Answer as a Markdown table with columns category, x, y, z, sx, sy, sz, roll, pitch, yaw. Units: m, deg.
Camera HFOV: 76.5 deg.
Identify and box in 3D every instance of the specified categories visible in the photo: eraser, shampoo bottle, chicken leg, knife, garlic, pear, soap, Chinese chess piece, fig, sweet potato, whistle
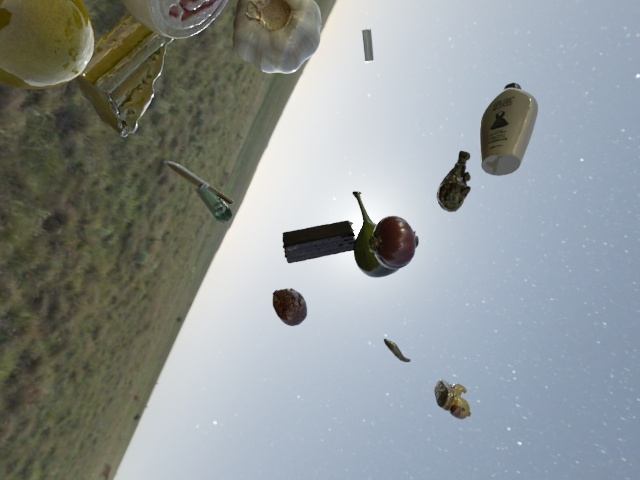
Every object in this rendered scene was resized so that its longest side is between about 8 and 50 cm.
| category | x | y | z | sx | sy | sz | roll | pitch | yaw |
| --- | --- | --- | --- | --- | --- | --- | --- | --- | --- |
| eraser | 0.136 | -0.554 | 1.156 | 0.063 | 0.027 | 0.085 | -72 | 154 | -67 |
| shampoo bottle | 0.429 | -0.267 | 0.933 | 0.127 | 0.078 | 0.257 | -10 | -133 | 43 |
| chicken leg | 0.351 | -0.155 | 1.035 | 0.093 | 0.070 | 0.178 | -9 | -131 | 53 |
| knife | -0.389 | -0.181 | 1.307 | 0.046 | 0.256 | 0.022 | -11 | -126 | 44 |
| garlic | -0.094 | -0.447 | 0.920 | 0.226 | 0.199 | 0.199 | 80 | 34 | -86 |
| pear | -0.471 | -0.344 | 0.646 | 0.209 | 0.208 | 0.209 | -59 | -166 | 25 |
| soap | -0.626 | -0.560 | 1.370 | 0.339 | 0.169 | 0.304 | -54 | -178 | -19 |
| Chinese chess piece | -0.279 | -0.540 | 0.793 | 0.270 | 0.112 | 0.270 | -50 | 177 | -3 |
| fig | 0.160 | -0.021 | 1.167 | 0.151 | 0.151 | 0.260 | -163 | -117 | -77 |
| sweet potato | 0.315 | 0.458 | 1.672 | 0.041 | 0.153 | 0.038 | -51 | -173 | -39 |
| whistle | -0.392 | -0.148 | 1.462 | 0.312 | 0.062 | 0.062 | 40 | -74 | 52 |

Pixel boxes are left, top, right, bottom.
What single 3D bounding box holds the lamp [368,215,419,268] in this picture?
| category | x | y | z | sx | sy | sz | roll | pitch | yaw |
| --- | --- | --- | --- | --- | --- | --- | --- | --- | --- |
| lamp | 0.135 | 0.003 | 0.751 | 0.101 | 0.090 | 0.101 | 176 | -90 | -78 |

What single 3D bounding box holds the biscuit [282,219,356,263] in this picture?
| category | x | y | z | sx | sy | sz | roll | pitch | yaw |
| --- | --- | --- | --- | --- | --- | --- | --- | --- | --- |
| biscuit | 0.000 | 0.000 | 1.328 | 0.106 | 0.251 | 0.070 | -109 | -171 | -59 |

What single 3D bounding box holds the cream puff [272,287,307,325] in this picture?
| category | x | y | z | sx | sy | sz | roll | pitch | yaw |
| --- | --- | --- | --- | --- | --- | --- | --- | --- | --- |
| cream puff | -0.100 | 0.221 | 1.390 | 0.084 | 0.149 | 0.149 | -37 | -159 | 16 |

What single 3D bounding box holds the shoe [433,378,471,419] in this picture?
| category | x | y | z | sx | sy | sz | roll | pitch | yaw |
| --- | --- | --- | --- | --- | --- | --- | --- | --- | --- |
| shoe | 0.311 | 0.369 | 0.954 | 0.072 | 0.069 | 0.109 | -60 | -175 | -9 |
